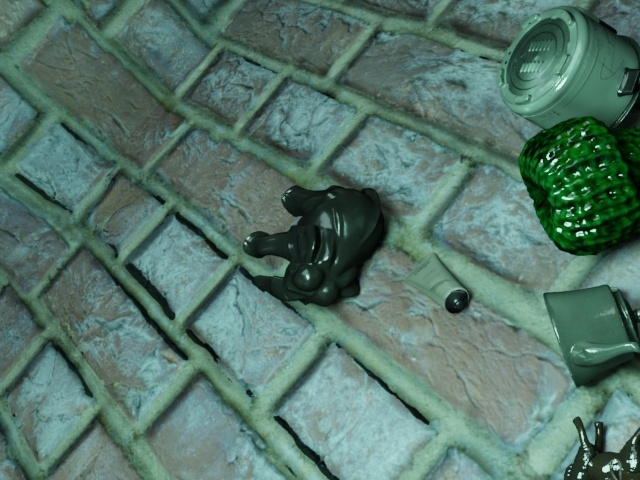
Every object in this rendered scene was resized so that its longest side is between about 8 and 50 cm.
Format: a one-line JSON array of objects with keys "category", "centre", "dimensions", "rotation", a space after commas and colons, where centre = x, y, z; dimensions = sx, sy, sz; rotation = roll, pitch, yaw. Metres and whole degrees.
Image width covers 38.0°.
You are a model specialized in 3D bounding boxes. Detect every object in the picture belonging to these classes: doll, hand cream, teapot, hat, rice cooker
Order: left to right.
[{"category": "hand cream", "centre": [0.232, 0.087, 1.828], "dimensions": [0.087, 0.054, 0.186], "rotation": [-41, 32, -2]}, {"category": "rice cooker", "centre": [0.494, -0.317, 1.811], "dimensions": [0.280, 0.227, 0.241], "rotation": [9, 77, 62]}, {"category": "teapot", "centre": [0.459, 0.135, 1.515], "dimensions": [0.149, 0.162, 0.239], "rotation": [-21, 14, 15]}, {"category": "doll", "centre": [0.437, 0.348, 1.410], "dimensions": [0.139, 0.057, 0.165], "rotation": [-3, 63, 38]}, {"category": "hat", "centre": [0.527, -0.131, 1.616], "dimensions": [0.332, 0.242, 0.274], "rotation": [-22, 25, 3]}]

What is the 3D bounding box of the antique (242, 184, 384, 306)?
[{"category": "antique", "centre": [0.000, 0.000, 2.000], "dimensions": [0.322, 0.185, 0.255], "rotation": [-49, 37, -11]}]
